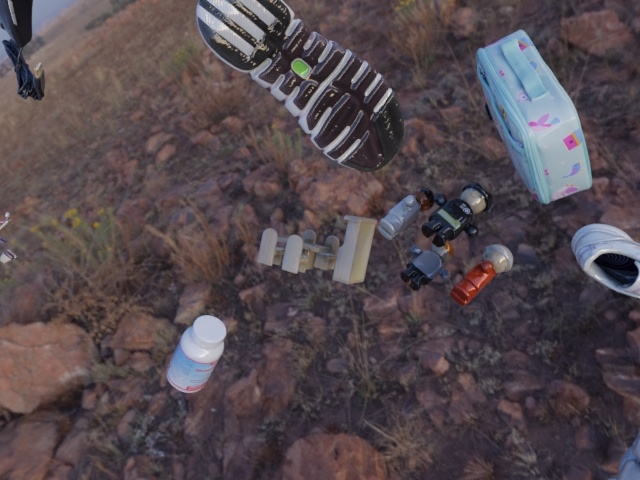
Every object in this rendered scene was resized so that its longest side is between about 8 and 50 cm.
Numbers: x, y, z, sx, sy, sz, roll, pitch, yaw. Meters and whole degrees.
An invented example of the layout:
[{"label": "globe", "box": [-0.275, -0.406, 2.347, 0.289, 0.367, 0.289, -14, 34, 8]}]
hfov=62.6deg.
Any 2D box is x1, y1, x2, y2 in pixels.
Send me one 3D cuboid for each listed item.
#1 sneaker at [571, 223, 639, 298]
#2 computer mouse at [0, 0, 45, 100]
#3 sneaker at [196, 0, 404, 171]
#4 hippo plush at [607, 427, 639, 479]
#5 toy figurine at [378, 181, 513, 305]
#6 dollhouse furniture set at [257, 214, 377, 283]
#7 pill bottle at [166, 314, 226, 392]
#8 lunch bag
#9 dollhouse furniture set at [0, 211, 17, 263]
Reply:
[{"label": "sneaker", "box": [0.595, 0.078, 0.927, 0.305, 0.114, 0.152, 22, 27, 16]}, {"label": "computer mouse", "box": [-0.527, -0.368, 0.904, 0.060, 0.184, 0.262, -16, -23, -37]}, {"label": "sneaker", "box": [-0.024, -0.202, 0.615, 0.106, 0.281, 0.162, -47, 34, 9]}, {"label": "hippo plush", "box": [0.716, 0.481, 1.013, 0.237, 0.234, 0.294, 28, 112, 31]}, {"label": "toy figurine", "box": [0.238, -0.003, 1.003, 0.148, 0.213, 0.210, -39, 23, -22]}, {"label": "dollhouse furniture set", "box": [0.000, 0.000, 1.344, 0.242, 0.212, 0.160, 15, 97, 27]}, {"label": "pill bottle", "box": [-0.245, 0.226, 1.053, 0.087, 0.087, 0.160, -94, 28, -51]}, {"label": "lunch bag", "box": [0.359, -0.219, 0.911, 0.108, 0.224, 0.279, -25, 47, 18]}, {"label": "dollhouse furniture set", "box": [-0.614, -0.004, 0.991, 0.081, 0.091, 0.114, -44, 14, -1]}]
